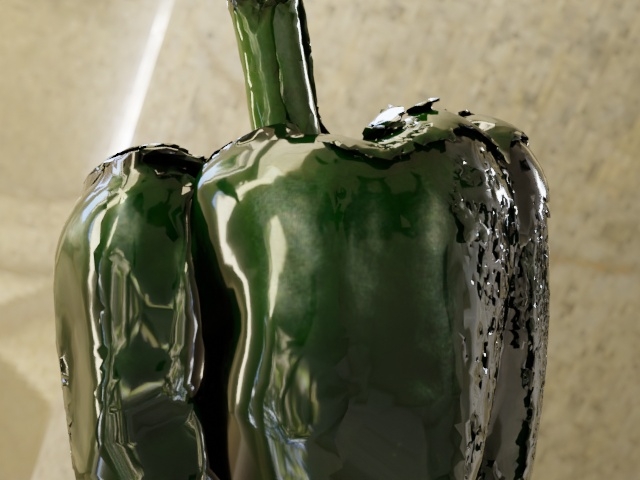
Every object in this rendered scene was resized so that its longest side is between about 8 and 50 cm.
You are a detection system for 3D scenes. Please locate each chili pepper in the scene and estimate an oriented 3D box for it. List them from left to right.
[{"bbox_3d":[0.000,0.000,0.694,0.165,0.261,0.174,6,173,-39],"label":"chili pepper"}]
